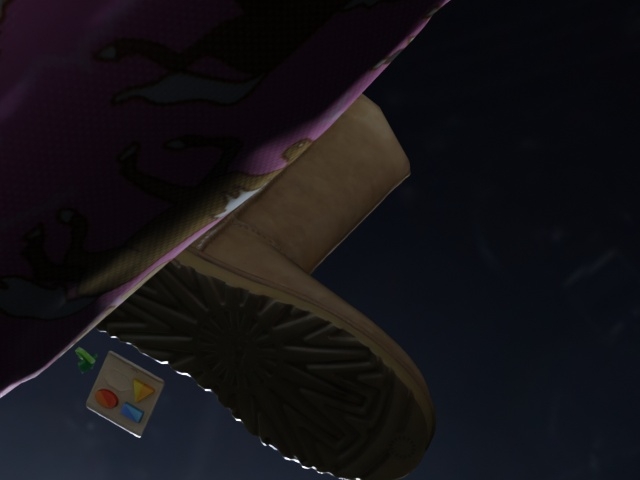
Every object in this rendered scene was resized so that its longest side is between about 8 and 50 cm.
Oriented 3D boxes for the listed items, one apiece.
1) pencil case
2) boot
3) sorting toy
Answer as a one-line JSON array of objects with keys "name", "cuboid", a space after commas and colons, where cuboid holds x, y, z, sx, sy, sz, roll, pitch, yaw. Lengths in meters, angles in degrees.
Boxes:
[{"name": "pencil case", "cuboid": [-0.097, -0.062, 0.479, 0.386, 0.160, 0.167, -42, -139, 13]}, {"name": "boot", "cuboid": [0.000, 0.000, 1.143, 0.089, 0.236, 0.269, -60, 174, 32]}, {"name": "sorting toy", "cuboid": [-0.180, 0.126, 1.674, 0.062, 0.083, 0.012, -66, 169, 21]}]
